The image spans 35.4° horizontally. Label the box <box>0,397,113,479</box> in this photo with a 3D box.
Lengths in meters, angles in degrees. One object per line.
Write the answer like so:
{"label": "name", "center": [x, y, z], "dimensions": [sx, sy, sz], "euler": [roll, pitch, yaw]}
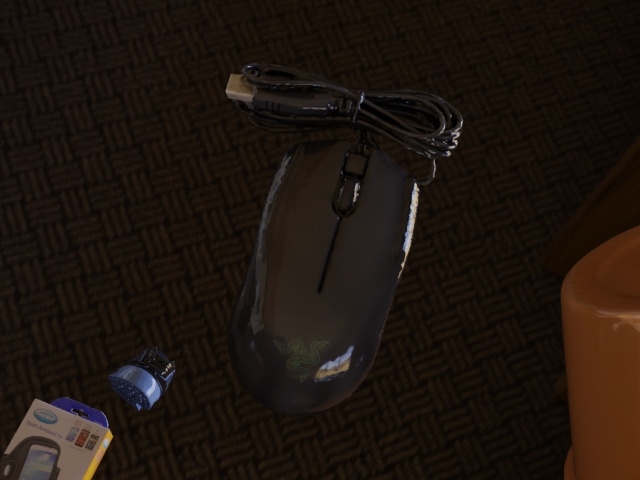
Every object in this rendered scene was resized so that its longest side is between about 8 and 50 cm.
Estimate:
{"label": "box", "center": [-0.256, 0.211, 0.939], "dimensions": [0.081, 0.028, 0.136], "euler": [20, 65, 9]}

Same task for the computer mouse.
{"label": "computer mouse", "center": [0.000, 0.000, 0.762], "dimensions": [0.188, 0.072, 0.272], "euler": [12, 85, -2]}

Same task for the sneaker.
{"label": "sneaker", "center": [-0.263, 0.200, 1.513], "dimensions": [0.081, 0.232, 0.090], "euler": [41, 72, -5]}

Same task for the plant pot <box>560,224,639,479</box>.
{"label": "plant pot", "center": [0.292, 0.096, 0.697], "dimensions": [0.291, 0.291, 0.203], "euler": [-28, 104, -22]}
